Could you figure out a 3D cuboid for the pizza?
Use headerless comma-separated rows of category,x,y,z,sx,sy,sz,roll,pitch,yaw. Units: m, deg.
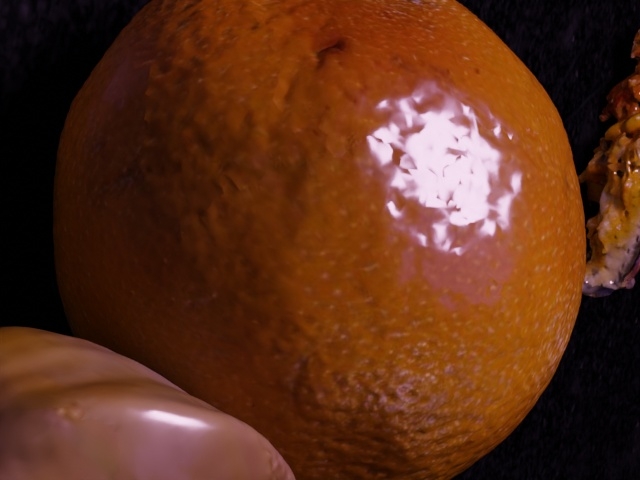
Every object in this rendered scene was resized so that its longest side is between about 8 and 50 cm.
pizza,0.263,-0.087,1.508,0.161,0.086,0.305,93,22,-60

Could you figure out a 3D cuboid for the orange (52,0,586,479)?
orange,0.000,0.000,0.891,0.264,0.264,0.264,-26,120,-56

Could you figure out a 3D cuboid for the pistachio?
pistachio,-0.107,0.141,0.802,0.260,0.213,0.162,68,18,-57
